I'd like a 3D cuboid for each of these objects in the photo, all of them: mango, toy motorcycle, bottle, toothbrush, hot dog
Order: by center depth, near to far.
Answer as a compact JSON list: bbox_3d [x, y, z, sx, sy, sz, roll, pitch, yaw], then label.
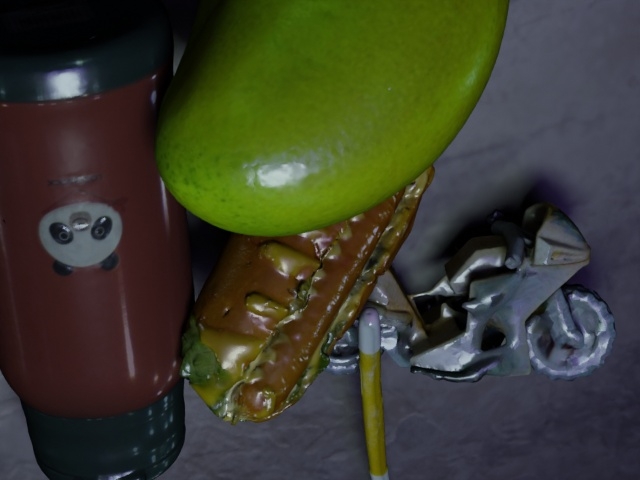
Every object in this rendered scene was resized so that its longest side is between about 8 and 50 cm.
[{"bbox_3d":[0.013,-0.118,1.149,0.185,0.273,0.149,14,156,4],"label":"mango"},{"bbox_3d":[-0.154,0.010,1.216,0.144,0.144,0.336,-9,119,-12],"label":"bottle"},{"bbox_3d":[0.000,0.000,1.244,0.115,0.072,0.269,38,74,-48],"label":"hot dog"},{"bbox_3d":[0.095,0.033,1.335,0.229,0.094,0.129,2,111,-3],"label":"toy motorcycle"},{"bbox_3d":[0.038,0.149,1.364,0.024,0.021,0.288,1,135,7],"label":"toothbrush"}]
